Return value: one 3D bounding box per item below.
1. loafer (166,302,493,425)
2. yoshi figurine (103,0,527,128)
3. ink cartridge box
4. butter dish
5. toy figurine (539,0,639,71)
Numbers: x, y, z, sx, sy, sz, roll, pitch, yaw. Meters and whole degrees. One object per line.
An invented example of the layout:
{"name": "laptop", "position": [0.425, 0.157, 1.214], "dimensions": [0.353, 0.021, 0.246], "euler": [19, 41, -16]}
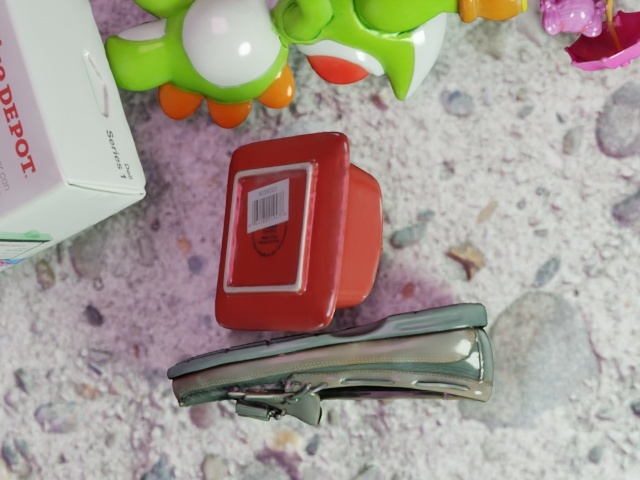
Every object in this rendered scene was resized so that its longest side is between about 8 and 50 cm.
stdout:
{"name": "loafer", "position": [0.010, 0.113, 1.366], "dimensions": [0.267, 0.096, 0.084], "euler": [-12, 84, 5]}
{"name": "yoshi figurine", "position": [-0.021, -0.233, 1.394], "dimensions": [0.362, 0.203, 0.203], "euler": [-14, 62, 9]}
{"name": "ink cartridge box", "position": [-0.309, -0.077, 1.401], "dimensions": [0.278, 0.117, 0.201], "euler": [-25, 76, 24]}
{"name": "butter dish", "position": [0.000, 0.000, 1.380], "dimensions": [0.160, 0.118, 0.160], "euler": [-5, 78, 51]}
{"name": "toy figurine", "position": [0.222, -0.219, 1.370], "dimensions": [0.173, 0.130, 0.159], "euler": [3, 92, -27]}
